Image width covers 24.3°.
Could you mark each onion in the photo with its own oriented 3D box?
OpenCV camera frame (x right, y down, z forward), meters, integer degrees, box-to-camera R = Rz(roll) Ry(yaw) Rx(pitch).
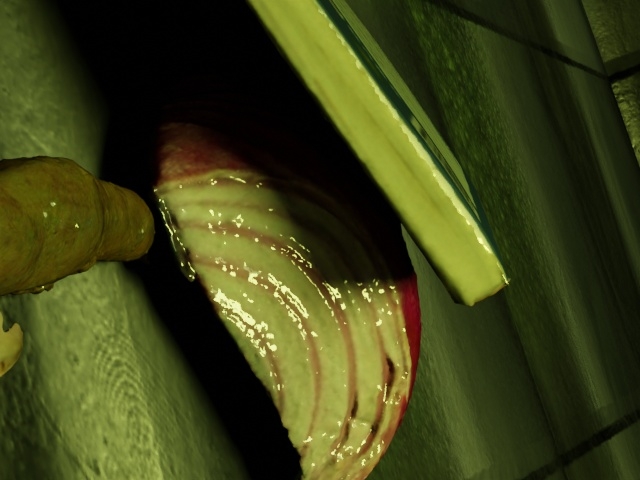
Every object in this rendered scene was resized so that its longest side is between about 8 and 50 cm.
[{"bbox_3d":[0.000,0.000,0.907,0.250,0.111,0.247,61,14,-18],"label":"onion"}]

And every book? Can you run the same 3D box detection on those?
[{"bbox_3d":[0.015,-0.119,0.950,0.300,0.039,0.428,54,7,-3],"label":"book"}]

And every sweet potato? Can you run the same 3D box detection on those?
[{"bbox_3d":[-0.131,-0.007,0.694,0.274,0.067,0.067,3,68,-72],"label":"sweet potato"}]

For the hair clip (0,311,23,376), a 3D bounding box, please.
[{"bbox_3d":[-0.191,0.071,0.457,0.173,0.069,0.300,56,19,2],"label":"hair clip"}]
